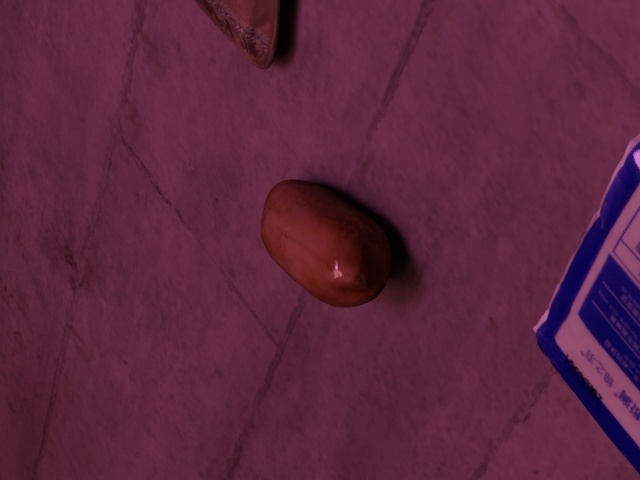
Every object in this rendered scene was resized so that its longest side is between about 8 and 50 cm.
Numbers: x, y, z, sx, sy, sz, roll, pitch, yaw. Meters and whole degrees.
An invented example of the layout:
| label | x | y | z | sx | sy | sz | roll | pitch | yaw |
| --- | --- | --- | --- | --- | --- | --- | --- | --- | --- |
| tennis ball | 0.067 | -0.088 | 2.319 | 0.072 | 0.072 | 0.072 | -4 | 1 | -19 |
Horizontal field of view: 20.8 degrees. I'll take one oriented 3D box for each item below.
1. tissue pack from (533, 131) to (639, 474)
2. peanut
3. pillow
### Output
| label | x | y | z | sx | sy | sz | roll | pitch | yaw |
| --- | --- | --- | --- | --- | --- | --- | --- | --- | --- |
| tissue pack | 0.263 | 0.078 | 0.964 | 0.270 | 0.137 | 0.209 | 51 | 147 | 28 |
| peanut | 0.000 | 0.000 | 1.365 | 0.152 | 0.076 | 0.076 | 38 | 141 | 47 |
| pillow | -0.058 | -0.236 | 1.321 | 0.130 | 0.033 | 0.217 | 50 | 146 | 26 |
